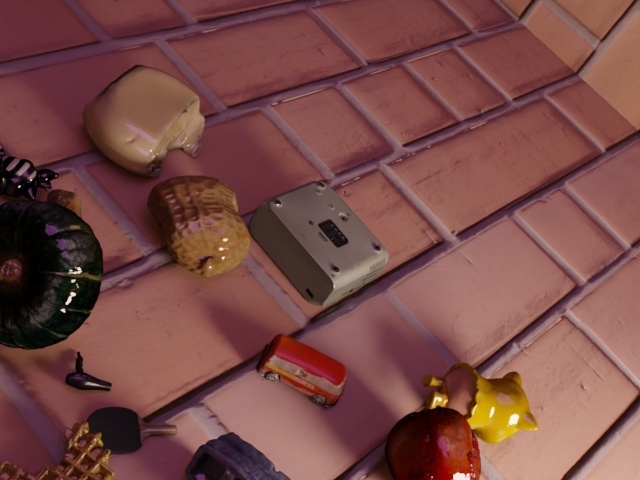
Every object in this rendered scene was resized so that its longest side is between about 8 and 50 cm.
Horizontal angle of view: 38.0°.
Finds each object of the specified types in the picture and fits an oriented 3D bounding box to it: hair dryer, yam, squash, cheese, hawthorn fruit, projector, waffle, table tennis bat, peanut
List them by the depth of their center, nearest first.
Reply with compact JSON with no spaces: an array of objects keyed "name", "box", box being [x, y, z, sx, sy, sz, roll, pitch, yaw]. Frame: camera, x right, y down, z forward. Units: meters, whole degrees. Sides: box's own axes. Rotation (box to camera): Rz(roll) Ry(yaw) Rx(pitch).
[{"name":"waffle","box":[-0.416,0.368,1.442,0.194,0.051,0.149,-12,58,-33]},{"name":"squash","box":[-0.488,0.056,1.555,0.252,0.252,0.165,52,2,19]},{"name":"table tennis bat","box":[-0.320,0.321,1.574,0.157,0.013,0.087,7,47,-26]},{"name":"hair dryer","box":[-0.403,0.225,1.607,0.079,0.031,0.083,18,35,-32]},{"name":"hawthorn fruit","box":[0.224,0.423,1.707,0.181,0.181,0.235,-10,67,-38]},{"name":"yam","box":[-0.471,0.028,1.719,0.066,0.066,0.299,8,47,-26]},{"name":"peanut","box":[-0.243,-0.032,1.883,0.197,0.110,0.233,-3,51,-34]},{"name":"cheese","box":[-0.371,-0.257,2.003,0.233,0.127,0.266,36,44,-1]},{"name":"projector","box":[0.000,0.000,2.003,0.198,0.108,0.250,-24,66,-45]}]

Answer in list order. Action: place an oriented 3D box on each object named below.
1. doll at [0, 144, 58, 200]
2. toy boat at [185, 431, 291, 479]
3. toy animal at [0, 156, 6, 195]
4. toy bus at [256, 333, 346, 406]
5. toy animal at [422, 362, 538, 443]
[{"name":"doll","box":[-0.617,-0.142,1.787,0.219,0.067,0.091,27,45,2]},{"name":"toy boat","box":[-0.096,0.440,1.516,0.283,0.127,0.078,42,36,12]},{"name":"toy animal","box":[-0.626,-0.058,1.663,0.160,0.272,0.197,24,2,15]},{"name":"toy bus","box":[-0.028,0.247,1.776,0.174,0.077,0.079,27,42,-6]},{"name":"toy animal","box":[0.318,0.322,1.877,0.230,0.156,0.156,11,46,-19]}]
